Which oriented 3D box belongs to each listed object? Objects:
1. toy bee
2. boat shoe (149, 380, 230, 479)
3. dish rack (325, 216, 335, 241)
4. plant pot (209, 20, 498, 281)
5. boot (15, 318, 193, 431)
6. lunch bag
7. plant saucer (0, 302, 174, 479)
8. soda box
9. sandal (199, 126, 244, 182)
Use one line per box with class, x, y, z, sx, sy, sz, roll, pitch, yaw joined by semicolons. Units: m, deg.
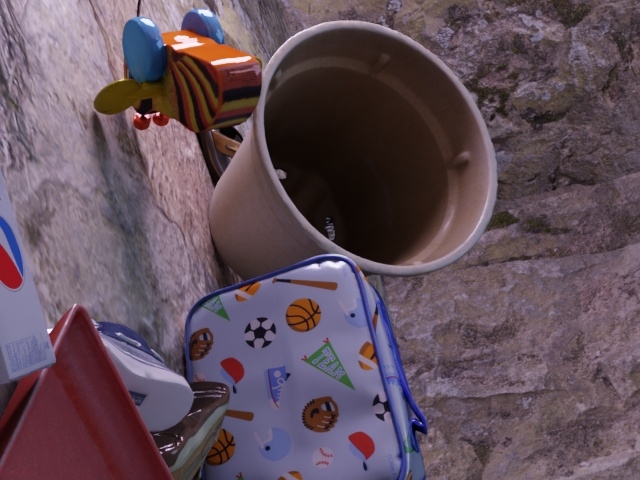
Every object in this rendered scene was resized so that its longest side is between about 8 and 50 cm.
toy bee;-0.161;-0.185;1.148;0.298;0.195;0.162;-114;-155;-52
boat shoe;-0.131;0.192;0.953;0.190;0.068;0.072;-45;130;-70
dish rack;0.000;0.000;2.189;0.208;0.074;0.271;60;16;-57
plant pot;0.008;-0.068;1.345;0.305;0.334;0.333;-36;-115;57
boot;-0.184;0.095;0.799;0.086;0.069;0.190;40;0;35
lunch bag;-0.014;0.176;1.097;0.115;0.243;0.303;59;16;-61
plant saucer;-0.157;0.216;0.659;0.259;0.048;0.258;-82;156;-58
soda box;-0.230;-0.015;0.603;0.069;0.074;0.216;-10;84;-82
sandal;-0.145;-0.154;1.536;0.090;0.060;0.219;-82;154;-71
